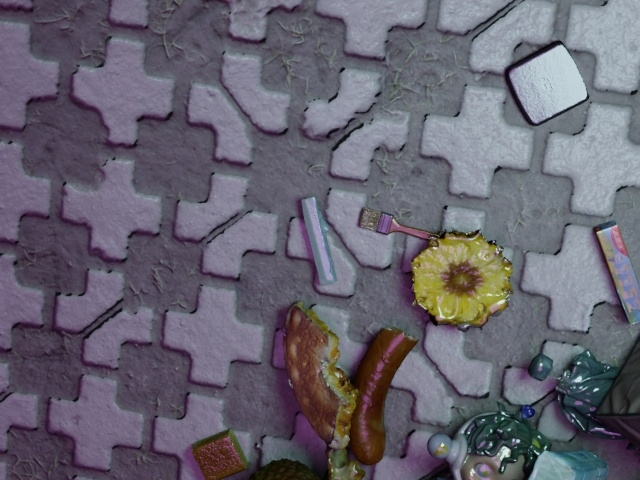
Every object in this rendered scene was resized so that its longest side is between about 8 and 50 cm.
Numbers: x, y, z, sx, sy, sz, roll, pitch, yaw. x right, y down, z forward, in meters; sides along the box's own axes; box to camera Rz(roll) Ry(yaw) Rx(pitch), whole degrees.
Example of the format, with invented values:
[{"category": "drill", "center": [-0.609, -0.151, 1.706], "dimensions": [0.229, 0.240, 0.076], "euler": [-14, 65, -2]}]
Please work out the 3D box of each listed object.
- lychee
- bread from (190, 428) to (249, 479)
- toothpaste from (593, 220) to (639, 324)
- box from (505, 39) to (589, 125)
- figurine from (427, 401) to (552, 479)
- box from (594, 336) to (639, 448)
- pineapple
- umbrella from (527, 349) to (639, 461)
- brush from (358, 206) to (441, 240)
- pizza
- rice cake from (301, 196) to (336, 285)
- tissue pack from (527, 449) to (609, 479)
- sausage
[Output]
[{"category": "lychee", "center": [-0.054, 0.561, 1.797], "dimensions": [0.320, 0.270, 0.270], "euler": [-25, 100, -33]}, {"category": "bread", "center": [-0.211, 0.454, 1.909], "dimensions": [0.094, 0.035, 0.090], "euler": [-23, 98, 11]}, {"category": "toothpaste", "center": [0.572, 0.062, 1.720], "dimensions": [0.044, 0.070, 0.193], "euler": [-20, 98, 12]}, {"category": "box", "center": [0.420, -0.291, 1.693], "dimensions": [0.125, 0.027, 0.126], "euler": [-27, 98, 14]}, {"category": "figurine", "center": [0.287, 0.478, 1.772], "dimensions": [0.261, 0.186, 0.382], "euler": [39, 101, -27]}, {"category": "box", "center": [0.646, 0.260, 1.646], "dimensions": [0.153, 0.188, 0.252], "euler": [36, 75, -1]}, {"category": "pineapple", "center": [0.270, 0.070, 1.755], "dimensions": [0.225, 0.076, 0.224], "euler": [2, 104, 8]}, {"category": "umbrella", "center": [0.556, 0.315, 1.759], "dimensions": [0.349, 0.094, 0.143], "euler": [27, 80, -4]}, {"category": "brush", "center": [0.159, -0.024, 1.782], "dimensions": [0.170, 0.014, 0.043], "euler": [16, 101, 2]}, {"category": "pizza", "center": [0.004, 0.263, 1.798], "dimensions": [0.161, 0.086, 0.305], "euler": [-24, 78, 45]}, {"category": "rice cake", "center": [0.000, 0.000, 1.795], "dimensions": [0.042, 0.030, 0.180], "euler": [-11, 100, 14]}, {"category": "tissue pack", "center": [0.440, 0.478, 1.685], "dimensions": [0.089, 0.263, 0.177], "euler": [27, 95, 30]}, {"category": "sausage", "center": [0.111, 0.306, 1.820], "dimensions": [0.103, 0.076, 0.302], "euler": [17, 103, 7]}]
